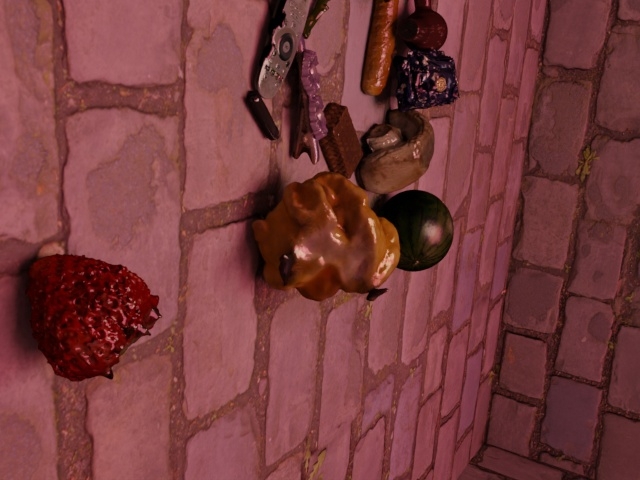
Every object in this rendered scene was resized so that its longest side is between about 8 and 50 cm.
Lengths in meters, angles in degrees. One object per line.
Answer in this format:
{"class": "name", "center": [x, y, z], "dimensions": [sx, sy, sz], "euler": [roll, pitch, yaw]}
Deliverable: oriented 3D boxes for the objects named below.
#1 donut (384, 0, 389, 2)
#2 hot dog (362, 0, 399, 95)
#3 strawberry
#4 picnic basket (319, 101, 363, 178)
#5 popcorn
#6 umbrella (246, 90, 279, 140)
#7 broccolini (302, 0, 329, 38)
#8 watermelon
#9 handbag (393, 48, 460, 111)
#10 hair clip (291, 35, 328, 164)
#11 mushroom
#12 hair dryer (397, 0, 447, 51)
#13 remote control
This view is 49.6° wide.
{"class": "donut", "center": [0.183, -0.682, 1.708], "dimensions": [0.187, 0.126, 0.144], "euler": [-55, -179, -9]}
{"class": "hot dog", "center": [0.159, -0.524, 1.816], "dimensions": [0.087, 0.061, 0.286], "euler": [-7, 106, -48]}
{"class": "strawberry", "center": [-0.347, 0.102, 1.035], "dimensions": [0.187, 0.184, 0.201], "euler": [-40, 100, -18]}
{"class": "picnic basket", "center": [0.053, -0.247, 1.734], "dimensions": [0.110, 0.054, 0.193], "euler": [-61, 146, -28]}
{"class": "popcorn", "center": [0.000, 0.000, 1.550], "dimensions": [0.297, 0.281, 0.316], "euler": [-39, 127, 10]}
{"class": "umbrella", "center": [-0.118, -0.259, 1.444], "dimensions": [0.036, 0.031, 0.133], "euler": [-62, 149, -24]}
{"class": "broccolini", "center": [0.009, -0.539, 1.563], "dimensions": [0.067, 0.058, 0.216], "euler": [33, 77, -23]}
{"class": "watermelon", "center": [0.275, -0.028, 2.034], "dimensions": [0.242, 0.242, 0.242], "euler": [-32, 127, -53]}
{"class": "handbag", "center": [0.293, -0.445, 1.915], "dimensions": [0.260, 0.113, 0.162], "euler": [-15, 100, -47]}
{"class": "hair clip", "center": [-0.031, -0.318, 1.545], "dimensions": [0.106, 0.084, 0.292], "euler": [-55, 143, -67]}
{"class": "mushroom", "center": [0.227, -0.238, 1.939], "dimensions": [0.267, 0.164, 0.190], "euler": [-50, 140, -41]}
{"class": "hair dryer", "center": [0.266, -0.688, 1.895], "dimensions": [0.312, 0.123, 0.341], "euler": [-24, 110, -67]}
{"class": "remote control", "center": [-0.082, -0.417, 1.434], "dimensions": [0.097, 0.045, 0.256], "euler": [29, 78, -59]}
